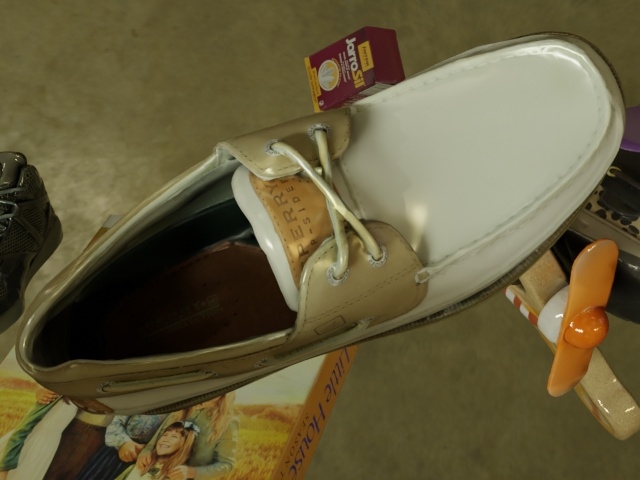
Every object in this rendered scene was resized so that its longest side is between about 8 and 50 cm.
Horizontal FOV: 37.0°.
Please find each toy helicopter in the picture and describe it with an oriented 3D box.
[{"bbox_3d":[0.226,0.068,0.910,0.140,0.235,0.355,-39,114,-3],"label":"toy helicopter"}]

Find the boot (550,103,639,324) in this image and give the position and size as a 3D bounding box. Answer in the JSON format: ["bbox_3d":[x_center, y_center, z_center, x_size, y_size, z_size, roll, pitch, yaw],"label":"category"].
[{"bbox_3d":[0.421,-0.014,0.944,0.377,0.138,0.284,30,65,28],"label":"boot"}]

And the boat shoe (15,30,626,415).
[{"bbox_3d":[0.000,0.000,0.437,0.302,0.103,0.113,-32,76,13],"label":"boat shoe"}]

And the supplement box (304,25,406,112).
[{"bbox_3d":[0.031,-0.152,0.867,0.083,0.043,0.055,-19,79,45],"label":"supplement box"}]

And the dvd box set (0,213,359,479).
[{"bbox_3d":[-0.149,0.148,0.829,0.307,0.420,0.062,7,136,23],"label":"dvd box set"}]

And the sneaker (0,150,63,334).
[{"bbox_3d":[-0.318,-0.001,0.909,0.087,0.228,0.130,-1,124,11],"label":"sneaker"}]

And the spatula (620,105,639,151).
[{"bbox_3d":[0.331,-0.126,0.715,0.296,0.084,0.030,-26,124,-11],"label":"spatula"}]
